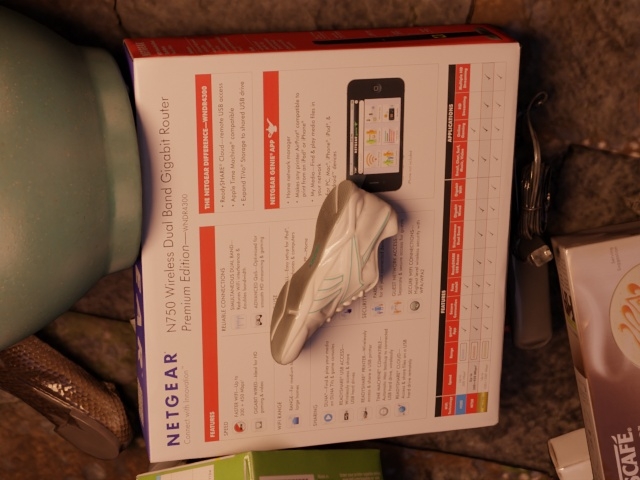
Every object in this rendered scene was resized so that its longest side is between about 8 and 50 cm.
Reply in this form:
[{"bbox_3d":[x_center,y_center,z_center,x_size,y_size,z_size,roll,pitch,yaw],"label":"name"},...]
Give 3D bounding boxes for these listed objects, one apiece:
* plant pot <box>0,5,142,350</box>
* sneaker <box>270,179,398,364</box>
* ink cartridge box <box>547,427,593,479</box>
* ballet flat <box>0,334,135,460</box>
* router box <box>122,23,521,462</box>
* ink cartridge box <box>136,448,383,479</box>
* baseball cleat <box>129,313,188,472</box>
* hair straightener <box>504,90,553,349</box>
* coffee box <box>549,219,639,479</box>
[{"bbox_3d":[-0.246,-0.050,0.956,0.196,0.293,0.293,-7,115,-20],"label":"plant pot"},{"bbox_3d":[0.011,0.033,0.978,0.061,0.053,0.152,23,101,-23],"label":"sneaker"},{"bbox_3d":[0.416,0.209,1.198,0.371,0.069,0.175,-20,112,8],"label":"ink cartridge box"},{"bbox_3d":[-0.263,0.101,1.130,0.250,0.058,0.084,39,142,-12],"label":"ballet flat"},{"bbox_3d":[0.000,0.000,1.038,0.301,0.082,0.335,-4,110,-13],"label":"router box"},{"bbox_3d":[-0.095,0.251,1.129,0.255,0.189,0.097,-17,73,34],"label":"ink cartridge box"},{"bbox_3d":[-0.130,0.116,1.139,0.109,0.072,0.205,25,101,-6],"label":"baseball cleat"},{"bbox_3d":[0.183,-0.011,1.080,0.047,0.089,0.230,-6,112,-17],"label":"hair straightener"},{"bbox_3d":[0.289,0.108,1.094,0.141,0.098,0.246,-10,96,3],"label":"coffee box"}]
